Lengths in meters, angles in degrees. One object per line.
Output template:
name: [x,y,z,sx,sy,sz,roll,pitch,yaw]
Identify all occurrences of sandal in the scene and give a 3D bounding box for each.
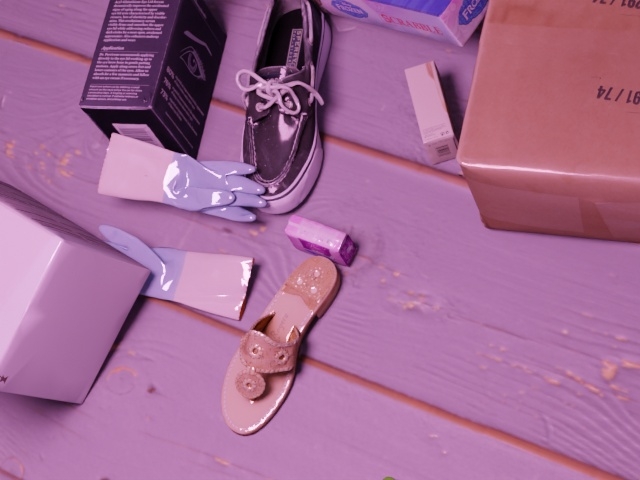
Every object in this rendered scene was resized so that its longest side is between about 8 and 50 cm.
sandal: [-0.061,0.113,1.743,0.088,0.079,0.240,24,75,27]

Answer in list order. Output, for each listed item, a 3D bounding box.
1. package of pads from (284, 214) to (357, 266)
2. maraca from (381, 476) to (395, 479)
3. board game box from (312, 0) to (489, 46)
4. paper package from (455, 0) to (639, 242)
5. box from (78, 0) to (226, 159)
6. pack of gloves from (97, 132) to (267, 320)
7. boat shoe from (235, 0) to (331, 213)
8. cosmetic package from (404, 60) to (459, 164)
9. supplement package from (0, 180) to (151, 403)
package of pads: [0.000,0.000,1.794,0.083,0.050,0.032,20,73,26]
maraca: [0.060,0.335,1.590,0.127,0.099,0.186,19,47,17]
board game box: [0.147,-0.418,1.885,0.318,0.066,0.318,22,73,46]
paper package: [0.350,-0.162,1.691,0.325,0.168,0.309,5,66,21]
box: [-0.218,-0.227,1.918,0.108,0.153,0.207,3,65,20]
pack of gloves: [-0.180,-0.018,1.857,0.232,0.046,0.195,13,88,17]
boat shoe: [-0.049,-0.188,1.869,0.113,0.105,0.306,5,67,21]
cosmetic package: [0.141,-0.160,1.821,0.041,0.060,0.115,-16,63,9]
supplement package: [-0.397,0.049,1.795,0.262,0.198,0.199,29,92,28]
